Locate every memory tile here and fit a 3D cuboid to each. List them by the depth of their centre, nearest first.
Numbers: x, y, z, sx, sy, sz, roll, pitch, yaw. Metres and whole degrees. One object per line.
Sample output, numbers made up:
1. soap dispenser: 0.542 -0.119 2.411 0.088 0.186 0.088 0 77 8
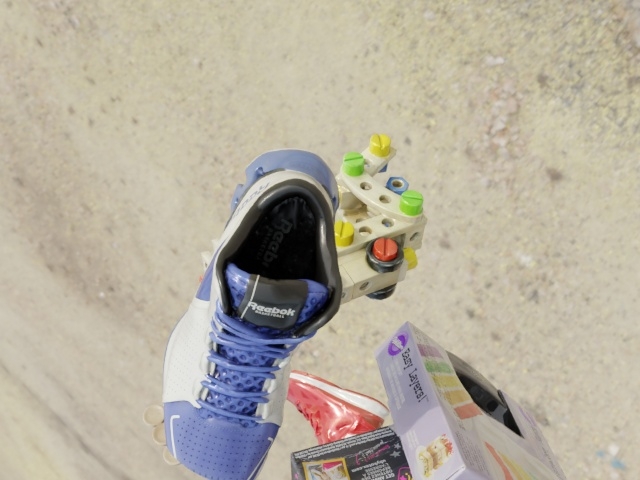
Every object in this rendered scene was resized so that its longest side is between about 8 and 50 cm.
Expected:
1. memory tile: -0.192 0.269 1.322 0.113 0.148 0.012 50 162 32

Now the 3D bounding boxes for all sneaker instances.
1. sneaker: -0.065 0.072 0.750 0.127 0.316 0.182 17 -173 -6
2. sneaker: -0.007 0.298 1.414 0.221 0.128 0.087 11 156 29

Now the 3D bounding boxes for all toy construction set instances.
1. toy construction set: 0.000 0.000 1.117 0.215 0.327 0.151 55 168 34

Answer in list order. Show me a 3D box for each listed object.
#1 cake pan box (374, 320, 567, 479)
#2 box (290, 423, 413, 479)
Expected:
1. cake pan box: 0.185 0.237 0.976 0.245 0.070 0.267 39 -164 -23
2. box: 0.063 0.358 1.008 0.142 0.163 0.247 -119 22 -48
